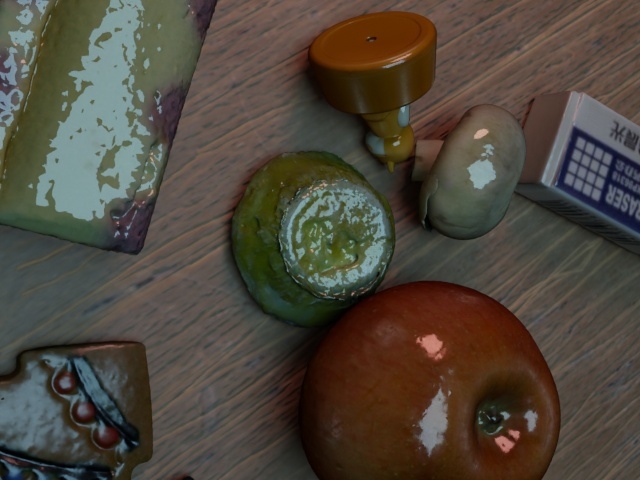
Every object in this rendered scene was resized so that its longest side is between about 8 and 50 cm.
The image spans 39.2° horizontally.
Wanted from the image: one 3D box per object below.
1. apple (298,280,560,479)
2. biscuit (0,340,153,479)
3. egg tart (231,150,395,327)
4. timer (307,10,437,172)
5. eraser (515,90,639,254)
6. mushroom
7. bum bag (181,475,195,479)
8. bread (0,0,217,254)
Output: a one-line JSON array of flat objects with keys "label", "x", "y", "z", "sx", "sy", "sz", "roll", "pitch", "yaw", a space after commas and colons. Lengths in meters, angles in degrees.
[{"label": "apple", "x": 0.115, "y": 0.167, "z": 0.908, "sx": 0.272, "sy": 0.206, "sz": 0.251, "roll": 32, "pitch": 84, "yaw": -32}, {"label": "biscuit", "x": -0.268, "y": 0.208, "z": 0.824, "sx": 0.278, "sy": 0.043, "sz": 0.301, "roll": 41, "pitch": 75, "yaw": -21}, {"label": "egg tart", "x": 0.000, "y": 0.000, "z": 0.927, "sx": 0.197, "sy": 0.078, "sz": 0.197, "roll": -1, "pitch": 92, "yaw": -23}, {"label": "timer", "x": 0.066, "y": -0.144, "z": 0.945, "sx": 0.132, "sy": 0.132, "sz": 0.152, "roll": -31, "pitch": 129, "yaw": -21}, {"label": "eraser", "x": 0.366, "y": -0.068, "z": 1.097, "sx": 0.279, "sy": 0.081, "sz": 0.124, "roll": 24, "pitch": 81, "yaw": -24}, {"label": "mushroom", "x": 0.155, "y": -0.076, "z": 0.973, "sx": 0.122, "sy": 0.154, "sz": 0.154, "roll": 22, "pitch": 80, "yaw": 17}, {"label": "bum bag", "x": -0.127, "y": 0.298, "z": 0.900, "sx": 0.058, "sy": 0.034, "sz": 0.124, "roll": -35, "pitch": 107, "yaw": -35}, {"label": "bread", "x": -0.199, "y": -0.165, "z": 0.781, "sx": 0.187, "sy": 0.155, "sz": 0.338, "roll": 17, "pitch": 87, "yaw": -17}]
